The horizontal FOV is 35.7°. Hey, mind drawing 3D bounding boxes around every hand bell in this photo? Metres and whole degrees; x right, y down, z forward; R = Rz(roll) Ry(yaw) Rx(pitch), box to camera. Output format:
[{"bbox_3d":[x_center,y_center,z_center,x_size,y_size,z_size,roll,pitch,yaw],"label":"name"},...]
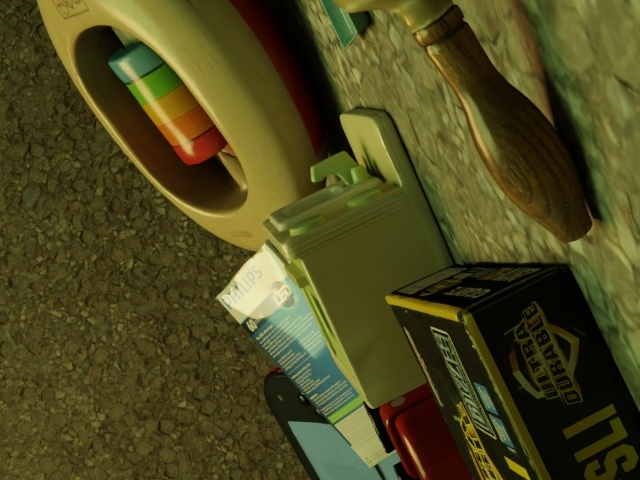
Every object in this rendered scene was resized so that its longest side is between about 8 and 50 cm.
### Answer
[{"bbox_3d":[0.060,-0.095,0.480,0.242,0.126,0.126,54,177,-15],"label":"hand bell"}]

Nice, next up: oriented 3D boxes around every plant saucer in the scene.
[{"bbox_3d":[-0.011,-0.243,0.769,0.192,0.018,0.067,65,174,-3],"label":"plant saucer"}]

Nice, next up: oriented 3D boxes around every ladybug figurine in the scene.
[{"bbox_3d":[-0.139,-0.187,1.119,0.305,0.162,0.449,0,131,49],"label":"ladybug figurine"}]

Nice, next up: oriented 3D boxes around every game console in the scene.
[{"bbox_3d":[0.100,0.321,1.282,0.342,0.060,0.386,-7,116,57],"label":"game console"}]

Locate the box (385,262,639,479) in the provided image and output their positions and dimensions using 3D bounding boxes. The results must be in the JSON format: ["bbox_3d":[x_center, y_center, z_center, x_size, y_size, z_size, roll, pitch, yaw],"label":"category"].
[{"bbox_3d":[0.167,0.172,0.708,0.321,0.079,0.257,64,172,-2],"label":"box"}]

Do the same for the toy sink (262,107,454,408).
[{"bbox_3d":[0.032,0.011,0.917,0.234,0.131,0.153,66,173,-13],"label":"toy sink"}]

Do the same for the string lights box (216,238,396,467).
[{"bbox_3d":[0.018,0.111,1.084,0.259,0.077,0.133,48,138,3],"label":"string lights box"}]

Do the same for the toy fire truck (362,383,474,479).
[{"bbox_3d":[0.131,0.250,0.894,0.246,0.159,0.217,-126,11,-72],"label":"toy fire truck"}]
